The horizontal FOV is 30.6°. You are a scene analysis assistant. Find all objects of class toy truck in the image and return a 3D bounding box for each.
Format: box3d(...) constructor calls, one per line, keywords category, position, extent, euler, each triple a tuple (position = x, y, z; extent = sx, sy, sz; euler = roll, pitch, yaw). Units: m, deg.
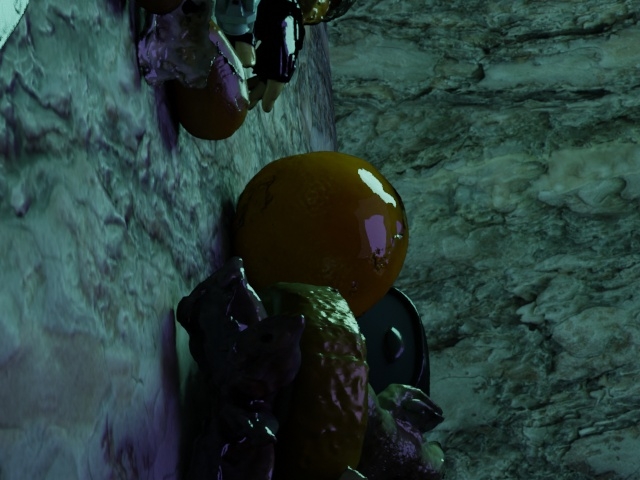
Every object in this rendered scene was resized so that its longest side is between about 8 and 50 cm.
box3d(category="toy truck", position=(-0.107, -0.408, 1.610), extent=(0.140, 0.108, 0.257), euler=(96, -3, -48))

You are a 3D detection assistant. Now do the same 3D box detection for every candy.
box3d(category="candy", position=(-0.033, 0.172, 1.317), extent=(0.260, 0.118, 0.260), euler=(-177, -90, -69))

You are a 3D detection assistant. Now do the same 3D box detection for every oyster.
box3d(category="oyster", position=(-0.149, -0.241, 1.217), extent=(0.061, 0.106, 0.200), euler=(-30, -141, 51))

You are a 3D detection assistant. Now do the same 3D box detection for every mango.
box3d(category="mango", position=(-0.126, -0.191, 1.298), extent=(0.105, 0.084, 0.159), euler=(-96, 177, -65))

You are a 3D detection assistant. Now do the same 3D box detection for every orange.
box3d(category="orange", position=(0.000, 0.000, 1.579), extent=(0.246, 0.246, 0.246), euler=(-6, 90, -84))

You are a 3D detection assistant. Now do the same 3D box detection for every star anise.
box3d(category="star anise", position=(-0.090, 0.153, 1.196), extent=(0.198, 0.110, 0.258), euler=(-144, -120, -65))

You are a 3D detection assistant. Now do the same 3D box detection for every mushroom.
box3d(category="mushroom", position=(0.050, 0.283, 1.545), extent=(0.344, 0.247, 0.130), euler=(59, 7, -44))

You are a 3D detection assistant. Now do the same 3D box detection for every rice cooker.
box3d(category="rice cooker", position=(0.041, 0.195, 1.743), extent=(0.224, 0.267, 0.267), euler=(87, 0, -64))

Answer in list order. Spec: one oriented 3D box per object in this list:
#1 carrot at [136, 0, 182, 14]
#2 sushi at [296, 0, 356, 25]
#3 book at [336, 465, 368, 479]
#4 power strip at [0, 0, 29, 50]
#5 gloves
box3d(category="carrot", position=(-0.179, -0.307, 1.067), extent=(0.248, 0.059, 0.059), euler=(72, 13, -48))
box3d(category="sushi", position=(-0.022, -0.523, 1.920), extent=(0.207, 0.234, 0.349), euler=(-64, 142, -79))
box3d(category="book", position=(-0.007, 0.437, 1.331), extent=(0.300, 0.039, 0.428), euler=(-61, 163, -17))
box3d(category="power strip", position=(-0.205, -0.196, 0.680), extent=(0.213, 0.064, 0.198), euler=(-86, 166, -54))
box3d(category="gloves", position=(-0.080, -0.289, 1.730), extent=(0.164, 0.124, 0.203), euler=(2, 74, -65))
